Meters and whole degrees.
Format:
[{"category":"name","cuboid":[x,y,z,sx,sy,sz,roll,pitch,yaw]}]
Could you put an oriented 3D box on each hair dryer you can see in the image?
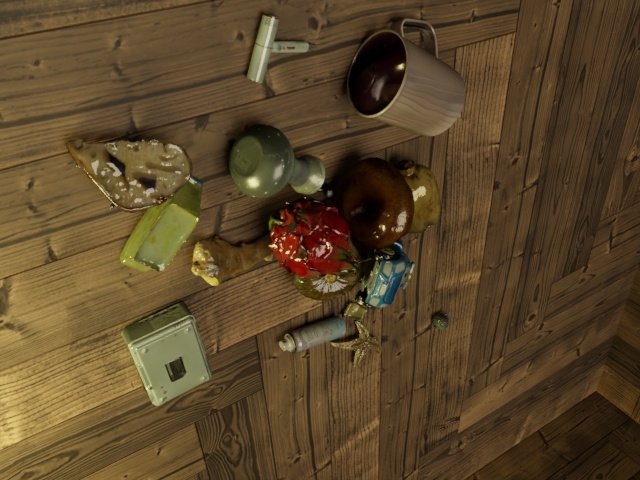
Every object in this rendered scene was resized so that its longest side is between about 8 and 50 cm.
[{"category":"hair dryer","cuboid":[-0.008,-0.145,1.670,0.083,0.047,0.026,3,117,-22]},{"category":"hair dryer","cuboid":[-0.081,-0.449,1.412,0.183,0.044,0.155,0,120,-40]}]

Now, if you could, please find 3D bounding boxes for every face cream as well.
[{"category":"face cream","cuboid":[-0.028,0.315,1.934,0.229,0.075,0.075,-16,127,-29]}]

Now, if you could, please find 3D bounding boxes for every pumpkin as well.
[{"category":"pumpkin","cuboid":[0.027,0.082,1.746,0.218,0.162,0.219,-6,119,-12]}]

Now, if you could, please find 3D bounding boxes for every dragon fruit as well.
[{"category":"dragon fruit","cuboid":[0.000,0.000,1.582,0.292,0.234,0.234,17,109,-15]}]

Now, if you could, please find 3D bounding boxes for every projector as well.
[{"category":"projector","cuboid":[-0.421,0.322,1.627,0.191,0.099,0.257,-24,130,-21]}]

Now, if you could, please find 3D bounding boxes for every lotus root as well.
[{"category":"lotus root","cuboid":[0.294,-0.135,1.828,0.160,0.146,0.284,-46,135,-24]},{"category":"lotus root","cuboid":[-0.414,-0.147,1.302,0.260,0.074,0.170,-11,99,-32]}]

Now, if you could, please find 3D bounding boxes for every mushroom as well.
[{"category":"mushroom","cuboid":[0.157,-0.111,1.666,0.254,0.267,0.267,-42,149,-60]}]

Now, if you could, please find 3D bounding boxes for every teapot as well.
[{"category":"teapot","cuboid":[0.484,0.321,2.338,0.057,0.066,0.088,-48,160,-24]},{"category":"teapot","cuboid":[-0.102,-0.185,1.489,0.250,0.183,0.184,10,112,-52]}]

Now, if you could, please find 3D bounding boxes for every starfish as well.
[{"category":"starfish","cuboid":[0.146,0.392,2.135,0.138,0.050,0.247,-42,132,-4]}]

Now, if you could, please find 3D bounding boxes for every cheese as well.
[{"category":"cheese","cuboid":[0.115,0.246,2.019,0.084,0.041,0.060,25,95,-28]}]

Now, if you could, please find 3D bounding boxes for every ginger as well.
[{"category":"ginger","cuboid":[-0.226,0.030,1.599,0.294,0.086,0.131,-23,102,-35]}]

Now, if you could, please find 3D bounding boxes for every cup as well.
[{"category":"cup","cuboid":[0.223,-0.434,1.565,0.273,0.289,0.208,10,147,-42]}]

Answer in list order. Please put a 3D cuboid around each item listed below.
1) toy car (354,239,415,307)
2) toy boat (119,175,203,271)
[{"category":"toy car","cuboid":[0.207,0.096,1.826,0.165,0.314,0.198,16,109,-5]},{"category":"toy boat","cuboid":[-0.380,-0.032,1.433,0.111,0.084,0.276,30,99,-42]}]
